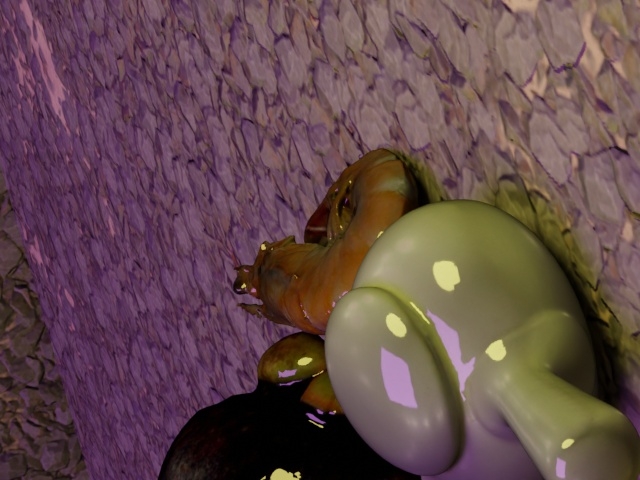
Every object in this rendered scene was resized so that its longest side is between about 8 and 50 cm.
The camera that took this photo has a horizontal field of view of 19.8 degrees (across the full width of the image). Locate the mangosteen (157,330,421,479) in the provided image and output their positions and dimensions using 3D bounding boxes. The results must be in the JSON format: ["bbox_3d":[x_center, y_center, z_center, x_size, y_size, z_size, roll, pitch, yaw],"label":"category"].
[{"bbox_3d":[0.004,0.189,1.462,0.275,0.275,0.302,25,99,63],"label":"mangosteen"}]

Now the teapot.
[{"bbox_3d":[0.105,0.072,1.176,0.220,0.149,0.318,62,157,7],"label":"teapot"}]

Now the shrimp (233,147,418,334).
[{"bbox_3d":[0.000,0.000,1.440,0.287,0.063,0.152,-2,69,67],"label":"shrimp"}]
